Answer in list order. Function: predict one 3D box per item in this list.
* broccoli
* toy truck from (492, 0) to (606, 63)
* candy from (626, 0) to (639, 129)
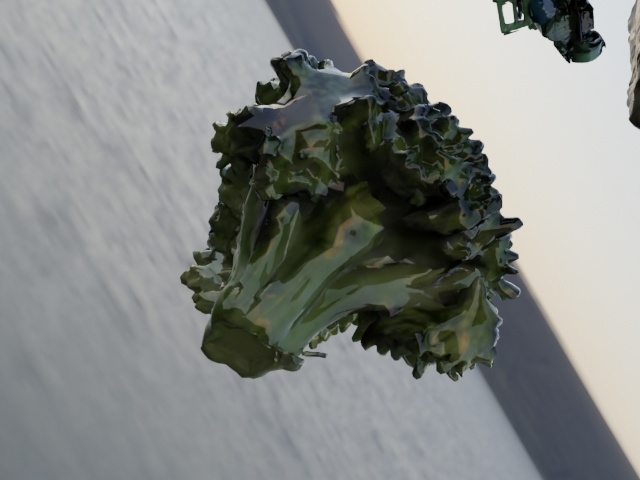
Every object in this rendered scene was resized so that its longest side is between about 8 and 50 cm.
[{"bbox_3d":[-0.011,-0.003,1.215,0.293,0.347,0.281,58,42,-28],"label":"broccoli"},{"bbox_3d":[0.157,-0.200,1.039,0.080,0.078,0.154,75,-7,-49],"label":"toy truck"},{"bbox_3d":[0.313,-0.160,0.948,0.321,0.179,0.135,-59,161,-65],"label":"candy"}]
